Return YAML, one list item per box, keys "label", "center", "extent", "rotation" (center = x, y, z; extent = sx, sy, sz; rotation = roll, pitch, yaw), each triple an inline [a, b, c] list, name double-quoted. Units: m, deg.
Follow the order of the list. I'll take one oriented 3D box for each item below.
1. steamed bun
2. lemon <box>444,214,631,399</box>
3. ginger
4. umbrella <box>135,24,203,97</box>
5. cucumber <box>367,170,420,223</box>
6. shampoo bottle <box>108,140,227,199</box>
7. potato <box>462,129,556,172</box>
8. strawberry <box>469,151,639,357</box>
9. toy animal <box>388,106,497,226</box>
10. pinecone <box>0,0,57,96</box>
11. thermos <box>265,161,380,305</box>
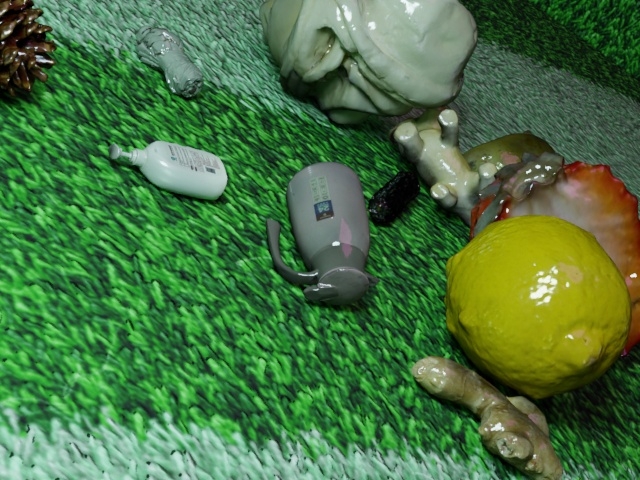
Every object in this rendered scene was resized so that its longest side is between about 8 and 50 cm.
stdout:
- label: "steamed bun"
  center: [0.067, -0.311, 1.712]
  extent: [0.352, 0.247, 0.339]
  rotation: [19, 3, -10]
- label: "lemon"
  center: [0.281, 0.083, 1.361]
  extent: [0.233, 0.233, 0.288]
  rotation: [22, 18, -22]
- label: "ginger"
  center: [0.206, 0.212, 1.265]
  extent: [0.214, 0.059, 0.133]
  rotation: [33, 24, -8]
- label: "umbrella"
  center: [-0.225, -0.268, 1.546]
  extent: [0.067, 0.062, 0.143]
  rotation: [-31, 66, -27]
- label: "cucumber"
  center: [0.109, -0.065, 1.600]
  extent: [0.053, 0.053, 0.181]
  rotation: [39, 29, 7]
- label: "shampoo bottle"
  center: [-0.194, -0.094, 1.320]
  extent: [0.152, 0.045, 0.077]
  rotation: [14, 37, -37]
- label: "potato"
  center: [0.369, -0.139, 1.927]
  extent: [0.160, 0.111, 0.271]
  rotation: [45, 29, 23]
- label: "strawberry"
  center: [0.366, 0.031, 1.603]
  extent: [0.336, 0.265, 0.149]
  rotation: [53, -18, -9]
- label: "toy animal"
  center: [0.199, -0.137, 1.716]
  extent: [0.233, 0.121, 0.169]
  rotation: [60, -2, 28]
- label: "pinecone"
  center: [-0.391, -0.245, 1.231]
  extent: [0.173, 0.173, 0.174]
  rotation: [26, 29, -16]
- label: "thermos"
  center: [0.000, 0.000, 1.347]
  extent: [0.137, 0.105, 0.193]
  rotation: [-1, 45, -9]
